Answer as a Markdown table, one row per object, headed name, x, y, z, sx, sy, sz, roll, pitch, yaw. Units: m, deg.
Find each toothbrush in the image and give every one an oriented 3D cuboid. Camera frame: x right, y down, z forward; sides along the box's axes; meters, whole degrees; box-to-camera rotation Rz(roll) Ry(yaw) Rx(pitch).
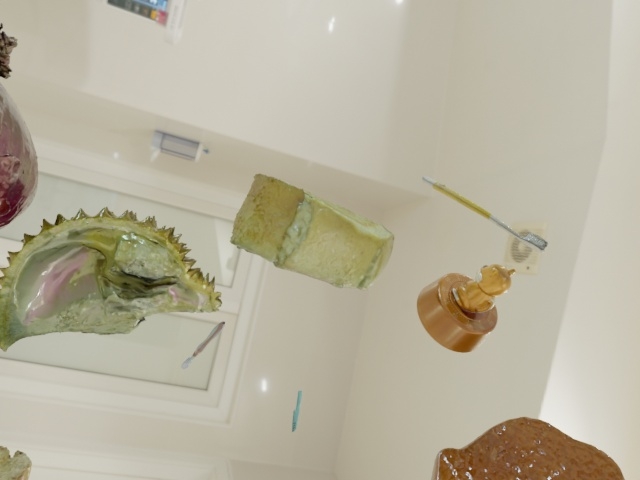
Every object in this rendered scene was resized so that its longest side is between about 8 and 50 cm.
| name | x | y | z | sx | sy | sz | roll | pitch | yaw |
| --- | --- | --- | --- | --- | --- | --- | --- | --- | --- |
| toothbrush | 0.328 | -0.061 | 1.036 | 0.024 | 0.288 | 0.021 | -49 | 154 | -11 |
| toothbrush | -0.209 | 0.187 | 0.904 | 0.193 | 0.013 | 0.019 | -46 | -174 | 41 |

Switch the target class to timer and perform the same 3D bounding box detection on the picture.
| name | x | y | z | sx | sy | sz | roll | pitch | yaw |
| --- | --- | --- | --- | --- | --- | --- | --- | --- | --- |
| timer | 0.248 | 0.088 | 0.811 | 0.152 | 0.132 | 0.132 | 123 | -25 | -45 |

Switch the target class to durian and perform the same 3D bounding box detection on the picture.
| name | x | y | z | sx | sy | sz | roll | pitch | yaw |
| --- | --- | --- | --- | --- | --- | --- | --- | --- | --- |
| durian | -0.293 | 0.049 | 0.714 | 0.172 | 0.306 | 0.166 | 111 | -25 | -53 |

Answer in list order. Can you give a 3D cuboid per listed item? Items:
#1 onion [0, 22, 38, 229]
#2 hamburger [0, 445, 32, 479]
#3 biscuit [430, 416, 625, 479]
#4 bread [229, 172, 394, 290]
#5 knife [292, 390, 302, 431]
| name | x | y | z | sx | sy | sz | roll | pitch | yaw |
| --- | --- | --- | --- | --- | --- | --- | --- | --- | --- |
| onion | -0.481 | -0.165 | 0.598 | 0.285 | 0.347 | 0.347 | -58 | -169 | -18 |
| hamburger | -0.433 | 0.340 | 0.455 | 0.162 | 0.330 | 0.209 | -5 | -86 | 51 |
| biscuit | 0.389 | 0.476 | 0.812 | 0.350 | 0.455 | 0.078 | -43 | 142 | -39 |
| bread | 0.000 | 0.000 | 0.764 | 0.186 | 0.257 | 0.124 | 31 | -80 | 62 |
| knife | -0.054 | 0.383 | 1.141 | 0.005 | 0.014 | 0.091 | 82 | 15 | -68 |
